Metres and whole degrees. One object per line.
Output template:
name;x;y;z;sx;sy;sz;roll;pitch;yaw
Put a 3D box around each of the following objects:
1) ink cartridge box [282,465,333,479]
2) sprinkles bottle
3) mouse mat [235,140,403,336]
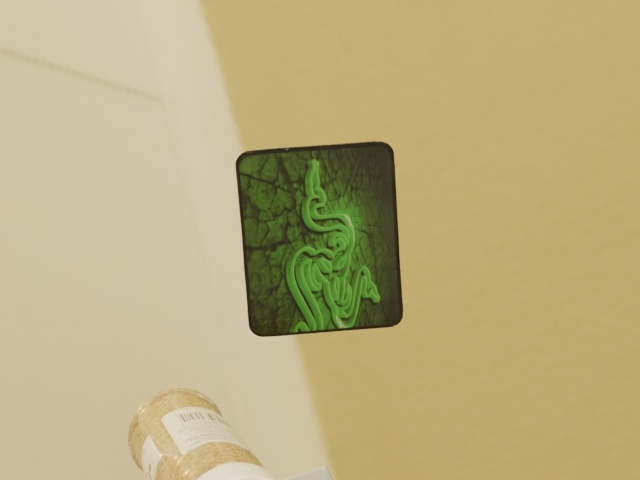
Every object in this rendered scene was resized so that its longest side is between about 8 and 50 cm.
ink cartridge box;-0.022;0.324;1.694;0.072;0.127;0.175;90;160;-60
sprinkles bottle;-0.125;0.264;1.934;0.121;0.121;0.355;56;173;-18
mouse mat;0.000;0.000;1.684;0.007;0.153;0.189;-99;4;-72
